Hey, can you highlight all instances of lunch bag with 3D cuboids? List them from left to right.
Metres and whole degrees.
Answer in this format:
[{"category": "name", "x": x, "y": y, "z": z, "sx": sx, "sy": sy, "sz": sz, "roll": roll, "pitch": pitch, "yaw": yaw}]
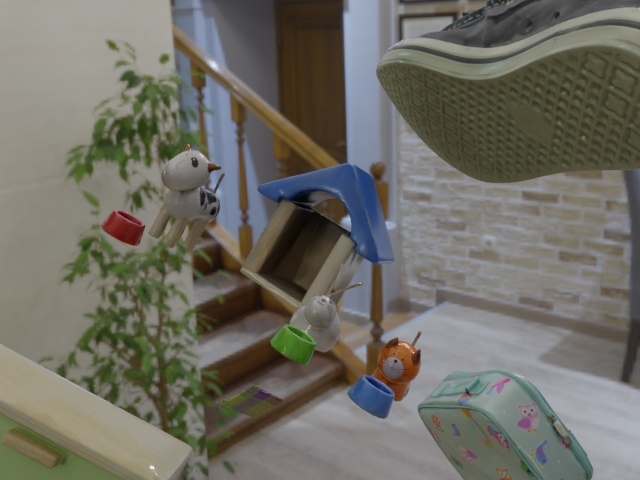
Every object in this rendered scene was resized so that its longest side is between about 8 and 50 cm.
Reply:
[{"category": "lunch bag", "x": 0.281, "y": 0.306, "z": 1.225, "sx": 0.108, "sy": 0.224, "sz": 0.279, "roll": -35, "pitch": 1, "yaw": -22}]

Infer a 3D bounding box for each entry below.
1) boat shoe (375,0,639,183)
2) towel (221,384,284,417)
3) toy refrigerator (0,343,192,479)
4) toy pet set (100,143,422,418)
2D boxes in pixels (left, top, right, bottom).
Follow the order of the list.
[{"category": "boat shoe", "x": 0.217, "y": -0.167, "z": 0.785, "sx": 0.156, "sy": 0.187, "sz": 0.500, "roll": -43, "pitch": 18, "yaw": -13}, {"category": "towel", "x": -0.097, "y": 0.233, "z": 1.126, "sx": 0.060, "sy": 0.009, "sz": 0.083, "roll": -33, "pitch": -39, "yaw": 20}, {"category": "toy refrigerator", "x": -0.266, "y": 0.184, "z": 0.705, "sx": 0.269, "sy": 0.102, "sz": 0.094, "roll": 28, "pitch": 12, "yaw": 4}, {"category": "toy pet set", "x": 0.000, "y": 0.000, "z": 0.308, "sx": 0.122, "sy": 0.065, "sz": 0.114, "roll": 32, "pitch": 6, "yaw": 14}]
